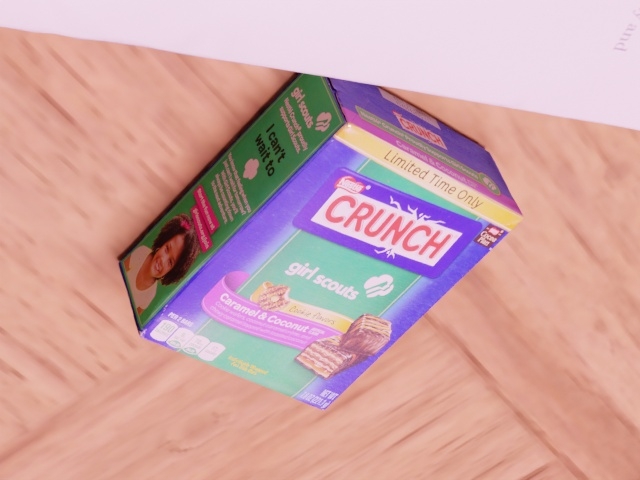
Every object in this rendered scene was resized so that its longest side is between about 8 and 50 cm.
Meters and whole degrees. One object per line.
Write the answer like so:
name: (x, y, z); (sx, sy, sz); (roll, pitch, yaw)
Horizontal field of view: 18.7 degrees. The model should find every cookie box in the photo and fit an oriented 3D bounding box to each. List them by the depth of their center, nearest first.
cookie box: (0.000, 0.000, 0.670); (0.092, 0.040, 0.107); (26, 118, -39)

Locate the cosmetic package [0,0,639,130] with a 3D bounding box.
cosmetic package: (0.042, -0.159, 0.455); (0.225, 0.138, 0.224); (8, 129, -29)
